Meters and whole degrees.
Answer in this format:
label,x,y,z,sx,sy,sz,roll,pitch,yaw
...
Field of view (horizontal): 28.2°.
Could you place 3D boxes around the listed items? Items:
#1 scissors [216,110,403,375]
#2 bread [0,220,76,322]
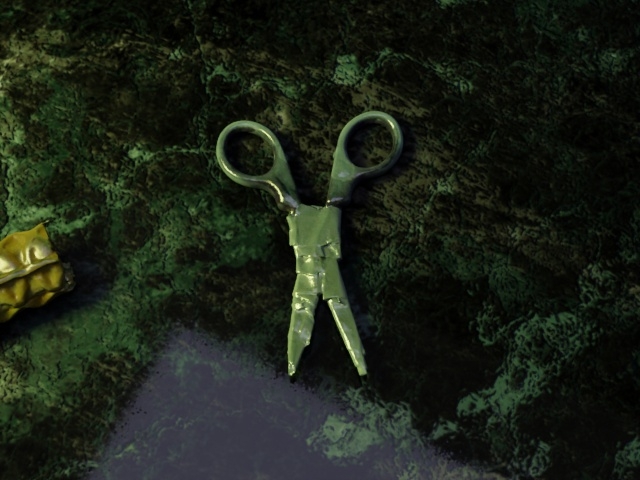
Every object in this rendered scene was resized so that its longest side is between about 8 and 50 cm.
label,x,y,z,sx,sy,sz,roll,pitch,yaw
scissors,0.000,0.000,1.673,0.256,0.029,0.383,-6,64,-1
bread,-0.450,0.072,1.629,0.269,0.098,0.087,-24,26,-8
